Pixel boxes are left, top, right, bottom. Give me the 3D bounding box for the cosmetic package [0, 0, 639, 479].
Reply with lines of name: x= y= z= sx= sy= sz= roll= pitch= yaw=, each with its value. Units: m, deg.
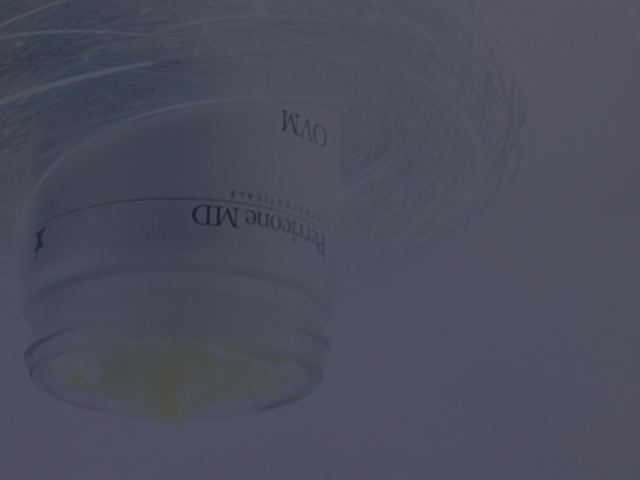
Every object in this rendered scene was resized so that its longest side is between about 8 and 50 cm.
cosmetic package: x=0.000 y=0.000 z=0.446 sx=0.138 sy=0.224 sz=0.225 roll=72 pitch=-161 yaw=-79
